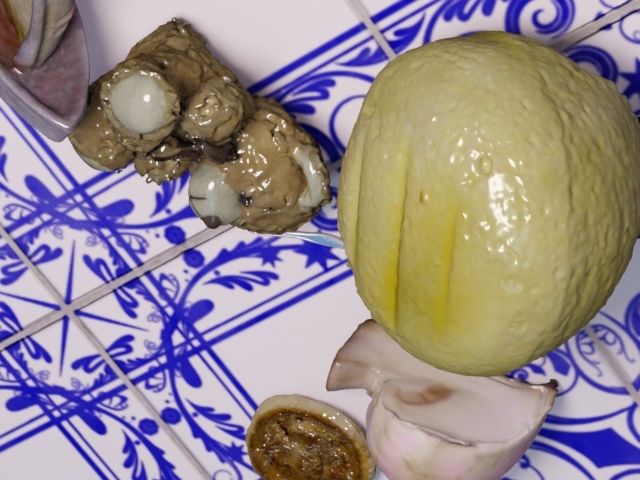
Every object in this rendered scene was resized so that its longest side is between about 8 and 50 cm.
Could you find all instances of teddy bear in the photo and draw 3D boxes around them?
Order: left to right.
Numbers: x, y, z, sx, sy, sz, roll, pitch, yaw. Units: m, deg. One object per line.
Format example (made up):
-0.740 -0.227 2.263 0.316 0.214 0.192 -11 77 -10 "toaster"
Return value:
-0.108 -0.097 1.915 0.256 0.156 0.267 42 160 -13 "teddy bear"

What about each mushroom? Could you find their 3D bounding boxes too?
0.106 0.217 2.050 0.236 0.162 0.173 21 122 3 "mushroom"

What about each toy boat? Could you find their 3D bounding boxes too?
-0.282 -0.263 1.807 0.111 0.276 0.293 -17 145 -21 "toy boat"

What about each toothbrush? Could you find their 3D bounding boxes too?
0.000 0.000 2.028 0.162 0.017 0.014 9 117 8 "toothbrush"

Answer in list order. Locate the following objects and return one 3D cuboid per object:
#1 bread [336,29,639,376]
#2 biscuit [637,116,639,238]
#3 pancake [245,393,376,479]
0.150 -0.033 1.810 0.320 0.237 0.321 18 122 33 "bread"
0.397 -0.080 1.848 0.252 0.070 0.106 -11 117 20 "biscuit"
-0.013 0.239 2.168 0.158 0.028 0.158 12 125 17 "pancake"
